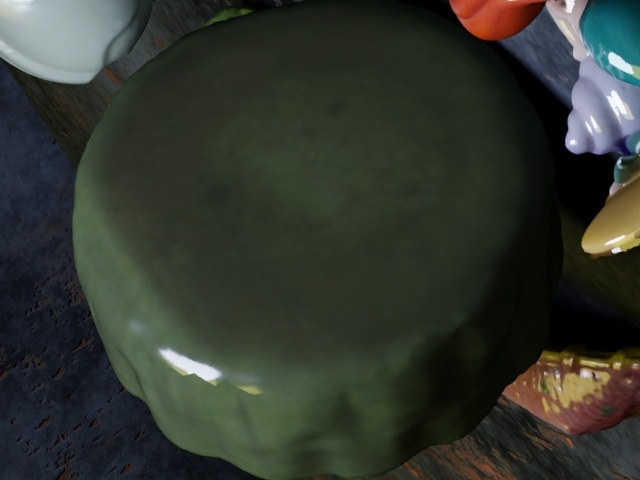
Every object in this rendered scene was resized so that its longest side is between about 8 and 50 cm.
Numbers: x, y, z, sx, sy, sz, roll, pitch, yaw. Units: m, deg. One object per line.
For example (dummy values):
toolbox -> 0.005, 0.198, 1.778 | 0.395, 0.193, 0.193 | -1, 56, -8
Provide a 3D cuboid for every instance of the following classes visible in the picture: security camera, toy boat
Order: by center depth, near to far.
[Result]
security camera -> -0.162, -0.247, 1.518 | 0.191, 0.277, 0.197 | 56, 167, -20
toy boat -> 0.189, 0.098, 1.658 | 0.141, 0.099, 0.318 | 28, 178, -25

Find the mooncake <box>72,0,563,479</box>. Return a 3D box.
mooncake -> 0.000, 0.000, 1.458 | 0.356, 0.356, 0.194 | 44, 164, 31

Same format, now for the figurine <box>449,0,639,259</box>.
figurine -> 0.146, -0.143, 1.024 | 0.181, 0.208, 0.257 | -31, 98, 33

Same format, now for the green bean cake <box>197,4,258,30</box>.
green bean cake -> -0.038, -0.104, 1.830 | 0.200, 0.113, 0.214 | 30, 154, 59
